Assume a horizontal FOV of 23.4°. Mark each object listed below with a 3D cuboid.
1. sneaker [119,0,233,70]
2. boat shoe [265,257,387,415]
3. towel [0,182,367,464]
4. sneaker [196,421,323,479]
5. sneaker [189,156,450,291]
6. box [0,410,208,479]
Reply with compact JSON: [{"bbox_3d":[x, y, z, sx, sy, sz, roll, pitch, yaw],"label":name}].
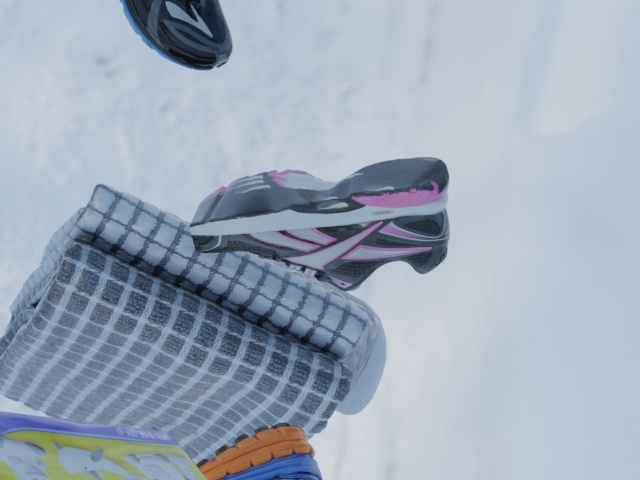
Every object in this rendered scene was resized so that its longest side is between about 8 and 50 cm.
[{"bbox_3d":[-0.101,-0.202,1.049,0.067,0.078,0.188,-34,116,-41],"label":"sneaker"},{"bbox_3d":[-0.022,0.076,1.407,0.096,0.088,0.267,-62,146,-11],"label":"boat shoe"},{"bbox_3d":[-0.123,0.092,1.191,0.235,0.284,0.121,24,61,-13],"label":"towel"},{"bbox_3d":[-0.079,0.177,0.785,0.221,0.083,0.087,-30,72,-21],"label":"sneaker"},{"bbox_3d":[0.000,0.000,1.001,0.072,0.178,0.077,-57,139,-59],"label":"sneaker"},{"bbox_3d":[-0.055,0.125,0.516,0.105,0.043,0.179,14,22,-44],"label":"box"}]
